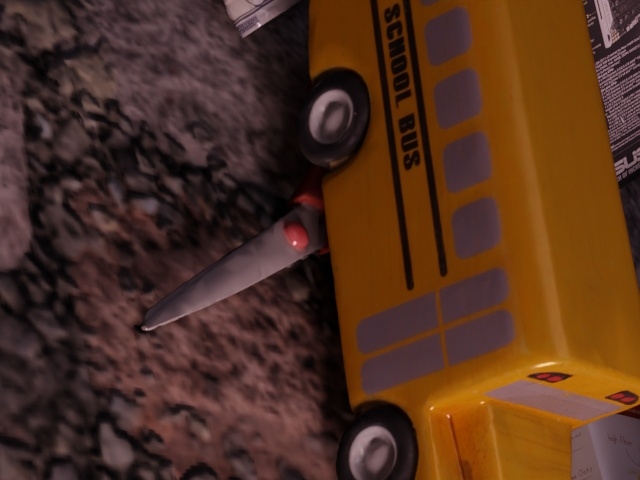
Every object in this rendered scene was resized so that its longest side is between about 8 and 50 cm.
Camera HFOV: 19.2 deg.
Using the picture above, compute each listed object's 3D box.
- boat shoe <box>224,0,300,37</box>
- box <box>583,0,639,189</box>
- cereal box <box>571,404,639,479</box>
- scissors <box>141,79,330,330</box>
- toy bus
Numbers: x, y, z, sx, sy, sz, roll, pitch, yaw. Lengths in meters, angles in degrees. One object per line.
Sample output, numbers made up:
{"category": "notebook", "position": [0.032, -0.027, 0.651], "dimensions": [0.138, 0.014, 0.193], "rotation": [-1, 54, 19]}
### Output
{"category": "boat shoe", "position": [-0.024, -0.143, 1.038], "dimensions": [0.035, 0.035, 0.100], "rotation": [56, 40, -6]}
{"category": "box", "position": [0.231, -0.200, 1.128], "dimensions": [0.076, 0.307, 0.242], "rotation": [35, -27, 50]}
{"category": "cereal box", "position": [0.196, 0.181, 1.039], "dimensions": [0.173, 0.047, 0.240], "rotation": [20, 49, -44]}
{"category": "scissors", "position": [0.000, 0.000, 0.960], "dimensions": [0.109, 0.021, 0.297], "rotation": [51, 32, -13]}
{"category": "toy bus", "position": [0.076, -0.005, 0.935], "dimensions": [0.108, 0.130, 0.333], "rotation": [19, 55, -46]}
